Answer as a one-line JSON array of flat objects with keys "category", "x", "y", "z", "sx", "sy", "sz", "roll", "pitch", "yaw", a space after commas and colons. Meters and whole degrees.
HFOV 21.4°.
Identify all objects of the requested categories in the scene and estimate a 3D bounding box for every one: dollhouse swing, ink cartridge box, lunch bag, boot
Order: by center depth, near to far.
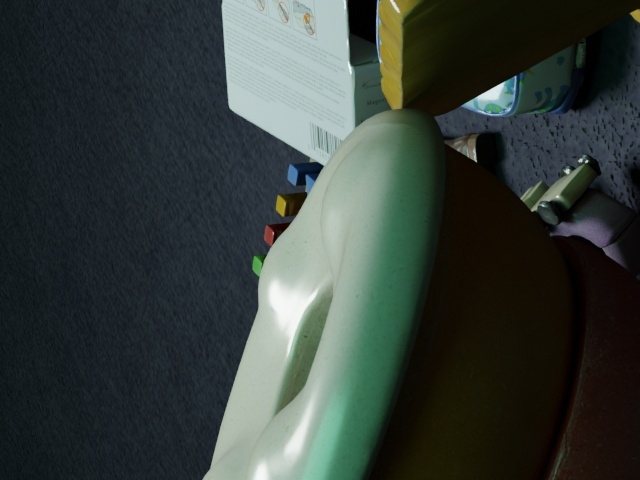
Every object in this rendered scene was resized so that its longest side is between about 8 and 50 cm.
[{"category": "dollhouse swing", "x": 0.151, "y": -0.282, "z": 1.050, "sx": 0.347, "sy": 0.305, "sz": 0.315, "roll": 75, "pitch": -179, "yaw": -79}, {"category": "lunch bag", "x": 0.136, "y": -0.204, "z": 1.435, "sx": 0.219, "sy": 0.090, "sz": 0.176, "roll": 27, "pitch": 120, "yaw": 56}, {"category": "boot", "x": 0.117, "y": -0.046, "z": 1.558, "sx": 0.114, "sy": 0.037, "sz": 0.106, "roll": -2, "pitch": 81, "yaw": 57}, {"category": "ink cartridge box", "x": -0.016, "y": -0.209, "z": 1.699, "sx": 0.275, "sy": 0.060, "sz": 0.239, "roll": 34, "pitch": 133, "yaw": 53}]

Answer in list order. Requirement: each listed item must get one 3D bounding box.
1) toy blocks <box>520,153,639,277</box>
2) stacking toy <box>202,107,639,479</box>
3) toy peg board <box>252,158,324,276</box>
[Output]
[{"category": "toy blocks", "x": 0.165, "y": 0.153, "z": 1.394, "sx": 0.260, "sy": 0.309, "sz": 0.288, "roll": 44, "pitch": 158, "yaw": -3}, {"category": "stacking toy", "x": 0.184, "y": 0.146, "z": 1.087, "sx": 0.350, "sy": 0.480, "sz": 0.350, "roll": -161, "pitch": 90, "yaw": -81}, {"category": "toy peg board", "x": 0.000, "y": 0.000, "z": 1.732, "sx": 0.161, "sy": 0.079, "sz": 0.160, "roll": 42, "pitch": 131, "yaw": 49}]
